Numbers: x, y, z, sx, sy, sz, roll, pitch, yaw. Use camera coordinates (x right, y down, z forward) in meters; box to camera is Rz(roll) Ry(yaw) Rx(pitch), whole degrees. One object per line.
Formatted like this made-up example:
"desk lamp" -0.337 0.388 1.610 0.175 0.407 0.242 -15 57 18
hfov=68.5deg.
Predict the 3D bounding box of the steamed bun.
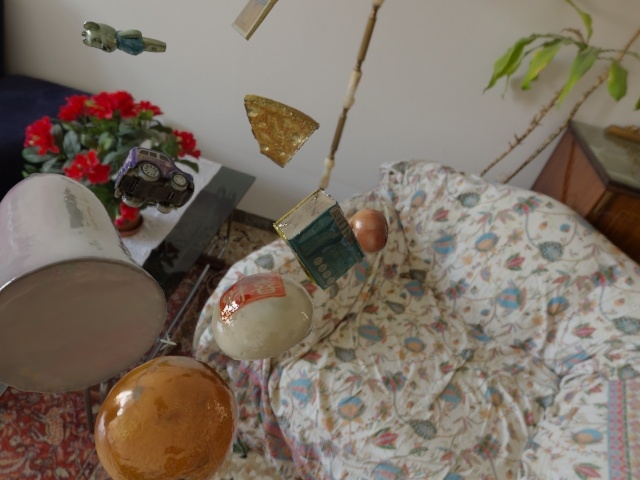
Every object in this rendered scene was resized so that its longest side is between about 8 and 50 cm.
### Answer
"steamed bun" -0.209 0.245 1.660 0.375 0.241 0.374 -11 19 4

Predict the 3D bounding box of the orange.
"orange" -0.341 0.415 1.064 0.312 0.312 0.312 11 37 -8

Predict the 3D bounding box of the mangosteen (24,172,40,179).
"mangosteen" -0.784 -0.148 1.307 0.081 0.081 0.081 11 37 -8

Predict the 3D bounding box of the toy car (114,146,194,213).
"toy car" -0.533 -0.201 1.528 0.235 0.172 0.158 14 51 -33

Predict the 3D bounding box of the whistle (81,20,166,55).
"whistle" -0.585 -0.594 1.409 0.236 0.114 0.077 0 73 -27

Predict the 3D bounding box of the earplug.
"earplug" -0.314 0.008 0.563 0.172 0.172 0.301 -10 39 -32

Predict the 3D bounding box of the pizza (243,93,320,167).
"pizza" -0.121 -0.312 1.272 0.204 0.188 0.080 32 52 -8

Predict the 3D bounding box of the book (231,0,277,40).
"book" -0.132 -0.621 1.179 0.018 0.241 0.170 31 16 -37

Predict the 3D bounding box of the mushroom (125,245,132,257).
"mushroom" -0.690 0.051 1.453 0.190 0.164 0.267 -17 -4 14

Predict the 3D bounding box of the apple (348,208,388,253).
"apple" 0.198 -0.037 2.021 0.162 0.201 0.201 1 39 -10

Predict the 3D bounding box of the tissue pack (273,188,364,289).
"tissue pack" 0.000 0.000 1.455 0.192 0.270 0.134 -38 43 -8

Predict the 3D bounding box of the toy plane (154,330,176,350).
"toy plane" -0.604 0.396 1.839 0.084 0.024 0.077 18 75 -12

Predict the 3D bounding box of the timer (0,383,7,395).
"timer" -0.743 0.253 0.908 0.256 0.175 0.175 7 37 -16
